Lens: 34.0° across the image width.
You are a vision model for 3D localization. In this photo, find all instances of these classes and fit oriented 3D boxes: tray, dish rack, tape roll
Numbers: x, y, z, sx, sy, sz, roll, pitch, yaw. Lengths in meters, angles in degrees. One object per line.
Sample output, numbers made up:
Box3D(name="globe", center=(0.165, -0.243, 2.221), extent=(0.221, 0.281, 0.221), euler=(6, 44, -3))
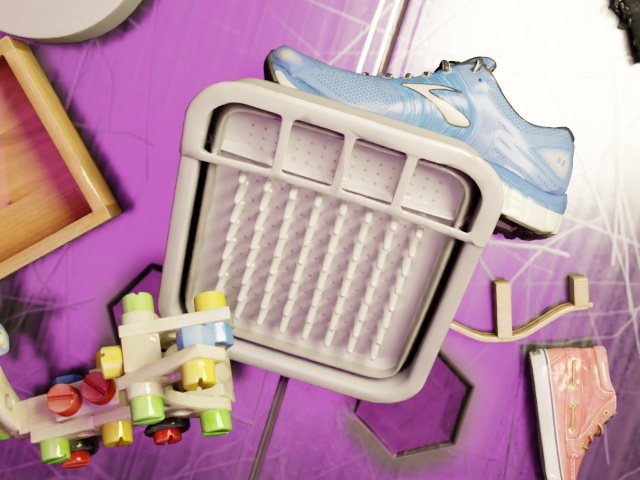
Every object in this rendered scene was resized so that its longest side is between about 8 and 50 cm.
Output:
Box3D(name="tray", center=(-0.434, -0.016, 1.065), extent=(0.411, 0.076, 0.202), euler=(-29, 95, 4))
Box3D(name="dish rack", center=(0.000, 0.000, 0.997), extent=(0.286, 0.072, 0.332), euler=(17, 130, 0))
Box3D(name="tape roll", center=(-0.271, -0.307, 1.035), extent=(0.219, 0.072, 0.219), euler=(0, 96, 0))

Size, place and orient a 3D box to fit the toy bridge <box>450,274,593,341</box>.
Box3D(name="toy bridge", center=(0.190, 0.073, 1.091), extent=(0.188, 0.026, 0.063), euler=(-3, 98, 1))

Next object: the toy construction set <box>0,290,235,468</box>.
Box3D(name="toy construction set", center=(-0.222, 0.134, 1.001), extent=(0.328, 0.215, 0.151), euler=(-1, 70, 14))

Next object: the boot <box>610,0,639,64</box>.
Box3D(name="boot", center=(0.354, -0.242, 1.052), extent=(0.121, 0.045, 0.099), euler=(-21, 92, 3))

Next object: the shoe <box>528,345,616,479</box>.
Box3D(name="shoe", center=(0.267, 0.197, 1.083), extent=(0.081, 0.063, 0.177), euler=(-7, 91, 6))

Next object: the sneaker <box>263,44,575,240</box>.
Box3D(name="sneaker", center=(0.100, -0.121, 1.040), extent=(0.330, 0.130, 0.147), euler=(23, 81, -5))
